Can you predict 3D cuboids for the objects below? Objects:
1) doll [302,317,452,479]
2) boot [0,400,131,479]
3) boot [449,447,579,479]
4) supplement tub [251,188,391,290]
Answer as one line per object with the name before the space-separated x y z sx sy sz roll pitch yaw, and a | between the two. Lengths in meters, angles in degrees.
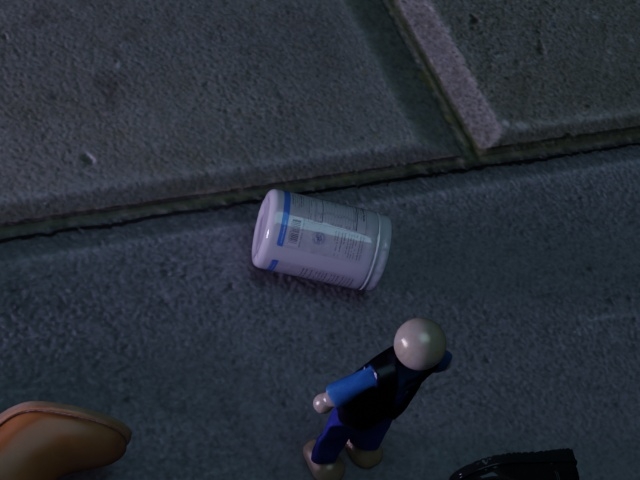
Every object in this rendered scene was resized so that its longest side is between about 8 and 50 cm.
doll | 0.048 0.113 1.035 0.129 0.189 0.046 -18 62 -30
boot | -0.223 0.196 0.953 0.197 0.073 0.152 -5 55 -10
boot | 0.171 0.220 1.098 0.121 0.045 0.099 -3 59 -23
supplement tub | 0.000 0.000 1.181 0.107 0.071 0.071 13 51 -12
